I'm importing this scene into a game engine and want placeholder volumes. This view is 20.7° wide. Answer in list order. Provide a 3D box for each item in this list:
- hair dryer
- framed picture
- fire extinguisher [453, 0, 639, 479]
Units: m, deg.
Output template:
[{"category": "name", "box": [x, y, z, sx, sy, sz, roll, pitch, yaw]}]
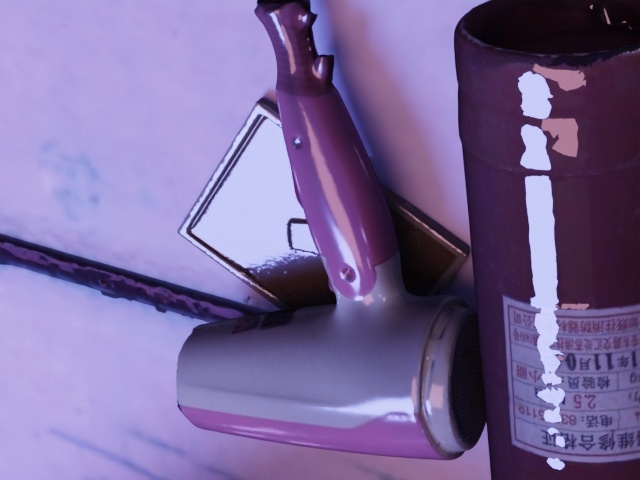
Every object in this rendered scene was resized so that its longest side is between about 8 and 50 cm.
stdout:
[{"category": "hair dryer", "box": [-0.001, -0.005, 0.581, 0.106, 0.054, 0.154, 3, 106, 27]}, {"category": "framed picture", "box": [0.000, 0.000, 0.608, 0.089, 0.007, 0.066, 36, 123, 3]}, {"category": "fire extinguisher", "box": [0.099, 0.037, 0.552, 0.099, 0.071, 0.231, -10, 113, -2]}]
